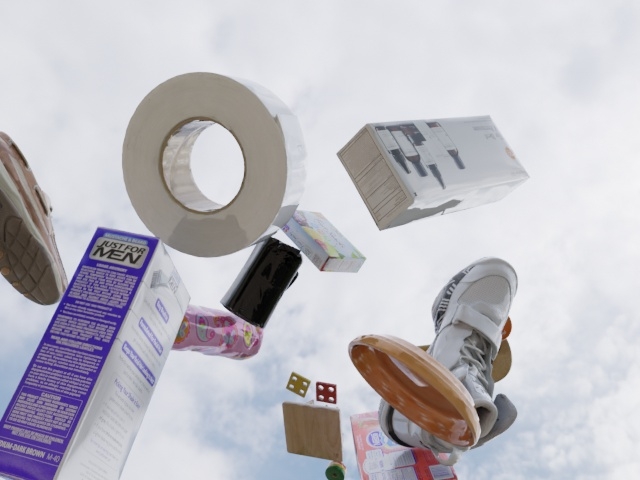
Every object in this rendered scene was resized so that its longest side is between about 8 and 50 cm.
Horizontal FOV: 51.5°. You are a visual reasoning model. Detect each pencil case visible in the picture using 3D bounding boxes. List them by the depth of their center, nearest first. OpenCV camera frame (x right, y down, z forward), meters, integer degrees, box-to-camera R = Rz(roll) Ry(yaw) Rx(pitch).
[{"bbox_3d":[-0.256,0.194,1.458,0.124,0.124,0.284,-38,-35,27],"label":"pencil case"}]

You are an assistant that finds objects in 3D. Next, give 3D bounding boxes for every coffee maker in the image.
[{"bbox_3d":[-0.126,0.084,1.393,0.120,0.171,0.178,29,-99,4],"label":"coffee maker"}]

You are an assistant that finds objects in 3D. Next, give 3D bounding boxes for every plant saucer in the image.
[{"bbox_3d":[0.123,0.186,0.854,0.200,0.037,0.200,35,-23,17],"label":"plant saucer"}]

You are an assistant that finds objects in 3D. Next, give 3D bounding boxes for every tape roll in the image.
[{"bbox_3d":[-0.165,-0.119,1.048,0.285,0.100,0.287,3,-81,18],"label":"tape roll"}]

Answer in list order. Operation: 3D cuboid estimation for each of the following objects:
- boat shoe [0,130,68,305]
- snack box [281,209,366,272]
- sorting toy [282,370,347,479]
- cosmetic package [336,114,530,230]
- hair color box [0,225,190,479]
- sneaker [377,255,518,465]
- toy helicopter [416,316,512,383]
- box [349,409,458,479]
[{"bbox_3d":[-0.512,-0.042,1.150,0.123,0.116,0.325,-8,-68,23],"label":"boat shoe"},{"bbox_3d":[0.000,0.000,1.151,0.141,0.100,0.037,46,-65,34],"label":"snack box"},{"bbox_3d":[-0.011,0.401,1.455,0.132,0.046,0.275,3,-67,19],"label":"sorting toy"},{"bbox_3d":[0.135,-0.083,0.743,0.060,0.239,0.099,-39,-108,42],"label":"cosmetic package"},{"bbox_3d":[-0.299,0.174,0.905,0.110,0.339,0.185,12,-30,11],"label":"hair color box"},{"bbox_3d":[0.248,0.192,1.073,0.137,0.210,0.366,37,-100,-15],"label":"sneaker"},{"bbox_3d":[0.297,0.292,1.589,0.354,0.140,0.235,-1,-104,-16],"label":"toy helicopter"},{"bbox_3d":[0.144,0.420,1.174,0.153,0.300,0.142,-9,-81,-2],"label":"box"}]
